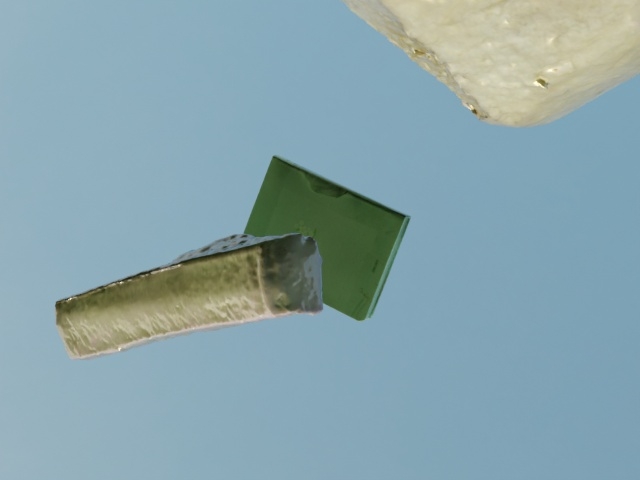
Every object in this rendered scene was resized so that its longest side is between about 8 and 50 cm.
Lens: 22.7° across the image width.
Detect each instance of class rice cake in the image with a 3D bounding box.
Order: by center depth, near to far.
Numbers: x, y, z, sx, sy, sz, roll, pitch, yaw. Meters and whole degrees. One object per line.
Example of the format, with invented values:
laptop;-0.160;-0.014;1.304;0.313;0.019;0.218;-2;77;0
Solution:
rice cake;-0.071;0.031;0.823;0.036;0.047;0.206;-24;-175;-42

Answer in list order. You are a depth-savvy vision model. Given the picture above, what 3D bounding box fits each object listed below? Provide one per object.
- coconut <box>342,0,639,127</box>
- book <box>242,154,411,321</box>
coconut;0.160;-0.293;1.033;0.404;0.404;0.405;-20;-130;26
book;0.000;0.000;1.348;0.135;0.017;0.103;26;-78;23
